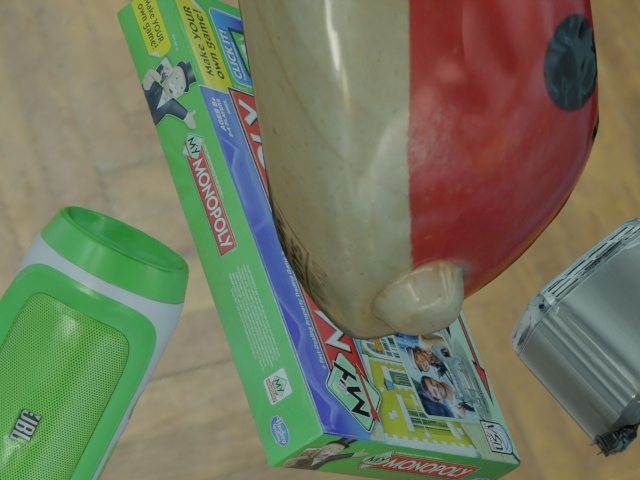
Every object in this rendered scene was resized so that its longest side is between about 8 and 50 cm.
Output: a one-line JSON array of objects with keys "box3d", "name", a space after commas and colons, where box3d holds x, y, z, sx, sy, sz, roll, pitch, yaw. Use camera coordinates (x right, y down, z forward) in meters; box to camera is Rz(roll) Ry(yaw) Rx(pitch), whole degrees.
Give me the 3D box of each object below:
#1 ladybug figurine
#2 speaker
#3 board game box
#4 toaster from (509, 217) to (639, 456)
[{"box3d": [0.034, -0.159, 0.972, 0.162, 0.305, 0.449, -9, 65, -2], "name": "ladybug figurine"}, {"box3d": [-0.211, 0.128, 1.478, 0.131, 0.131, 0.296, 23, 99, -21], "name": "speaker"}, {"box3d": [0.000, 0.000, 1.223, 0.213, 0.046, 0.317, 16, 47, -52], "name": "board game box"}, {"box3d": [0.275, 0.086, 1.767, 0.227, 0.129, 0.146, -37, 72, -25], "name": "toaster"}]
